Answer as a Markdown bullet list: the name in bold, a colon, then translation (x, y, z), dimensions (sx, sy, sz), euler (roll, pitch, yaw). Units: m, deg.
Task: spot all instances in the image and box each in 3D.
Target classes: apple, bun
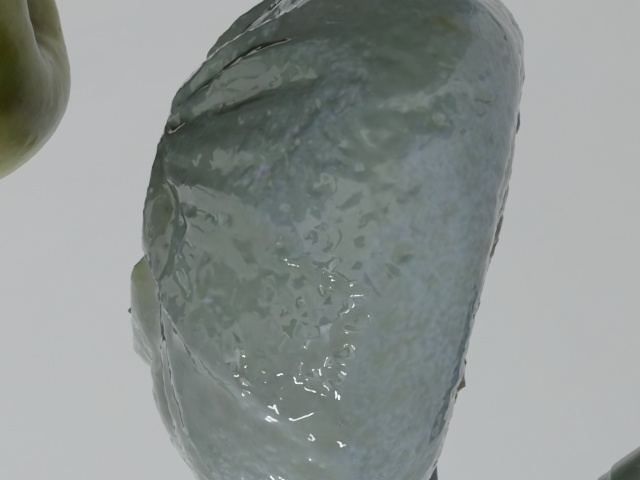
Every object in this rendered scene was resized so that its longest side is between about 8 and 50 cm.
- **apple**: translation (-0.284, -0.150, 1.017), dimensions (0.194, 0.260, 0.261), euler (-14, -179, 5)
- **bun**: translation (0.000, 0.000, 0.899), dimensions (0.211, 0.362, 0.362), euler (17, -178, 0)

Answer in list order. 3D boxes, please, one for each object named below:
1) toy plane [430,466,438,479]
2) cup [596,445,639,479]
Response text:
- **toy plane**: translation (0.081, 0.223, 1.386), dimensions (0.088, 0.212, 0.267), euler (-33, -140, -33)
- **cup**: translation (0.249, 0.151, 0.927), dimensions (0.141, 0.120, 0.120), euler (-35, 174, 20)
